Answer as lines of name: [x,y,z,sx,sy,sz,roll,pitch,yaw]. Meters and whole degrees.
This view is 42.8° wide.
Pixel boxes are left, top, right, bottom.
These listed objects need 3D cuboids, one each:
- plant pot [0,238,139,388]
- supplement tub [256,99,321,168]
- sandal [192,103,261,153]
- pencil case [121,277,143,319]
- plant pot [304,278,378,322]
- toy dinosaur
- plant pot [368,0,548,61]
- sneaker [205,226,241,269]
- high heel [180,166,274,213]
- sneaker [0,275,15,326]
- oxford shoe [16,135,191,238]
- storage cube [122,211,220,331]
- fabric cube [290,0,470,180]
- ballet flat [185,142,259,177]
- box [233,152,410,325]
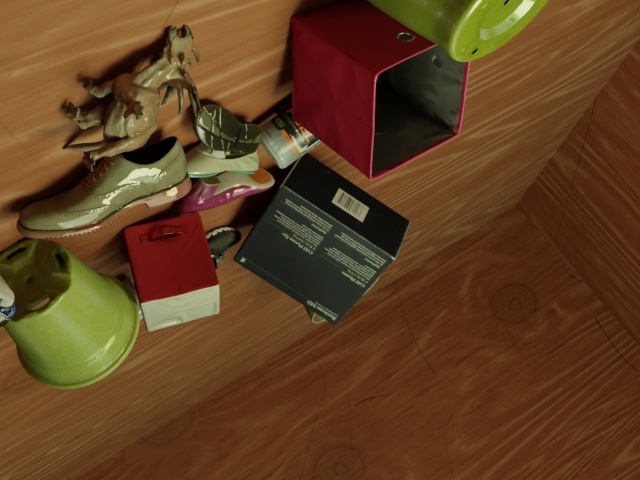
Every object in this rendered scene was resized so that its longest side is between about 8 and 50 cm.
plant pot: [-0.546,0.131,1.675,0.276,0.276,0.254,-34,150,-11]
supplement tub: [-0.045,-0.259,1.837,0.190,0.117,0.117,-37,163,-4]
sandal: [-0.200,-0.231,1.695,0.219,0.060,0.089,3,108,-61]
pencil case: [-0.553,0.208,2.025,0.273,0.124,0.113,-36,123,-11]
plant pot: [0.001,0.066,2.488,0.257,0.274,0.256,-34,163,-12]
toy dinosaur: [-0.316,-0.221,1.412,0.296,0.127,0.200,-42,170,33]
plant pot: [0.196,-0.491,1.322,0.367,0.353,0.366,-33,162,-12]
sneaker: [-0.282,0.031,2.126,0.234,0.106,0.078,-15,153,-51]
high heel: [-0.218,-0.113,1.930,0.244,0.082,0.117,-17,156,-50]
sneaker: [-0.617,0.081,1.381,0.127,0.182,0.315,-48,175,7]
oxford shoe: [-0.416,-0.110,1.557,0.348,0.123,0.130,-26,133,-30]
storage cube: [-0.343,0.076,1.903,0.184,0.193,0.215,-13,155,-13]
fabric cube: [0.117,-0.326,1.639,0.254,0.258,0.259,-28,141,-26]
ballet flat: [-0.219,-0.187,1.771,0.086,0.086,0.248,-47,162,28]
box: [0.000,0.000,2.155,0.312,0.343,0.179,-52,-174,39]
